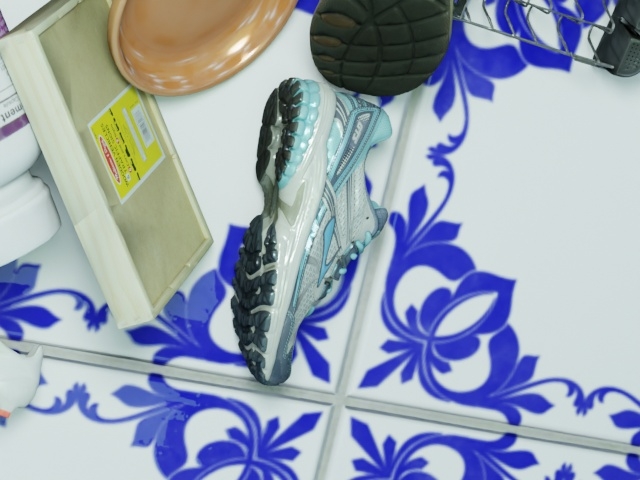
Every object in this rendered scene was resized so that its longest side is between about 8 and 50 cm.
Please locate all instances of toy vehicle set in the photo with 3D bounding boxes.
[{"bbox_3d":[-0.180,-0.079,1.645,0.035,0.166,0.267,-15,108,22],"label":"toy vehicle set"}]

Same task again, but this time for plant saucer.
[{"bbox_3d":[-0.102,-0.215,1.655,0.200,0.037,0.200,-28,144,-22],"label":"plant saucer"}]

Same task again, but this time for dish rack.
[{"bbox_3d":[0.210,-0.271,1.741,0.271,0.074,0.208,16,110,-14],"label":"dish rack"}]

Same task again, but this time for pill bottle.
[{"bbox_3d":[-0.329,-0.125,1.589,0.169,0.169,0.302,-23,107,-10],"label":"pill bottle"}]

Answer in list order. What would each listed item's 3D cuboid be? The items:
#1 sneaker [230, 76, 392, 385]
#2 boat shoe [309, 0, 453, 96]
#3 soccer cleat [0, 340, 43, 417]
[{"bbox_3d":[0.000,0.000,1.740,0.122,0.110,0.283,9,99,-20],"label":"sneaker"},{"bbox_3d":[0.071,-0.248,1.630,0.122,0.324,0.120,16,57,-1],"label":"boat shoe"},{"bbox_3d":[-0.340,0.092,1.691,0.196,0.068,0.076,24,79,-20],"label":"soccer cleat"}]
